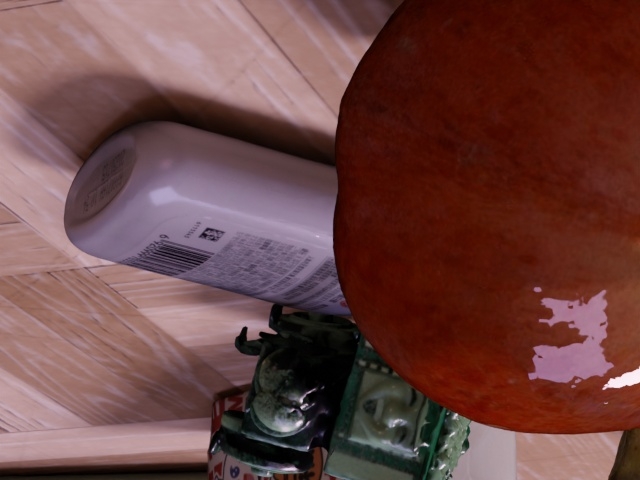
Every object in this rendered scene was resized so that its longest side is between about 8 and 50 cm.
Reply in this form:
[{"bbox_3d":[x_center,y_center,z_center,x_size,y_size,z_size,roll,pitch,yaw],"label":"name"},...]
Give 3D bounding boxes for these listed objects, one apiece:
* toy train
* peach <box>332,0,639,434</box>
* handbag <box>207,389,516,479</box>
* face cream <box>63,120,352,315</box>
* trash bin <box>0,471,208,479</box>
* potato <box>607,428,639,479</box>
[{"bbox_3d":[0.023,0.106,1.286,0.154,0.115,0.269,16,180,8],"label":"toy train"},{"bbox_3d":[0.104,-0.033,0.910,0.257,0.232,0.232,28,179,43],"label":"peach"},{"bbox_3d":[0.004,0.203,1.535,0.298,0.171,0.151,-20,150,40],"label":"handbag"},{"bbox_3d":[0.000,0.000,1.170,0.291,0.071,0.144,15,157,-24],"label":"face cream"},{"bbox_3d":[-0.177,0.330,1.799,0.343,0.223,0.158,-6,156,18],"label":"trash bin"},{"bbox_3d":[0.327,0.193,1.551,0.251,0.113,0.149,29,155,-31],"label":"potato"}]
